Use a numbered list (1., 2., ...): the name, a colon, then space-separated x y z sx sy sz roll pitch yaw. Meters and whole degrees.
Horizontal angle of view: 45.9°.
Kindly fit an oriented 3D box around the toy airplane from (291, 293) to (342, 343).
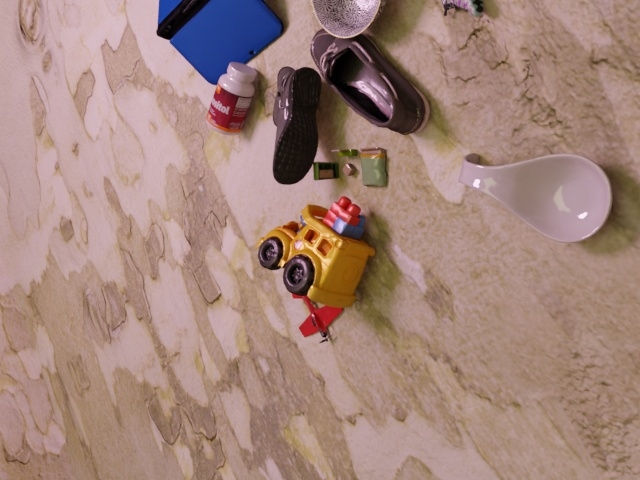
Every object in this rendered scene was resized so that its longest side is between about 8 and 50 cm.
1. toy airplane: -0.015 0.148 1.625 0.151 0.028 0.151 8 101 46

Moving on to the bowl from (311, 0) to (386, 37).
1. bowl: 0.070 -0.468 1.422 0.170 0.080 0.170 13 109 40

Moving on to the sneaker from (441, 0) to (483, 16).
1. sneaker: 0.237 -0.405 1.298 0.069 0.038 0.098 -43 55 42

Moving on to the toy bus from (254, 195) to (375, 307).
1. toy bus: 0.000 0.000 1.523 0.220 0.149 0.211 38 107 40

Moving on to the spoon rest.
1. spoon rest: 0.330 -0.083 1.204 0.276 0.084 0.137 22 110 43

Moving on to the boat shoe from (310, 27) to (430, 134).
1. boat shoe: 0.071 -0.315 1.433 0.335 0.096 0.112 47 125 32

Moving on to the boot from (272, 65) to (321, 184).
1. boot: -0.061 -0.240 1.572 0.161 0.084 0.246 -155 75 -70

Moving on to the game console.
1. game console: -0.230 -0.544 1.724 0.293 0.173 0.250 -25 58 44

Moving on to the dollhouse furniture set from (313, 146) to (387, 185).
1. dollhouse furniture set: 0.058 -0.144 1.494 0.152 0.059 0.076 4 98 46

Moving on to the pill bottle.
1. pill bottle: -0.200 -0.323 1.720 0.086 0.086 0.152 45 124 33
